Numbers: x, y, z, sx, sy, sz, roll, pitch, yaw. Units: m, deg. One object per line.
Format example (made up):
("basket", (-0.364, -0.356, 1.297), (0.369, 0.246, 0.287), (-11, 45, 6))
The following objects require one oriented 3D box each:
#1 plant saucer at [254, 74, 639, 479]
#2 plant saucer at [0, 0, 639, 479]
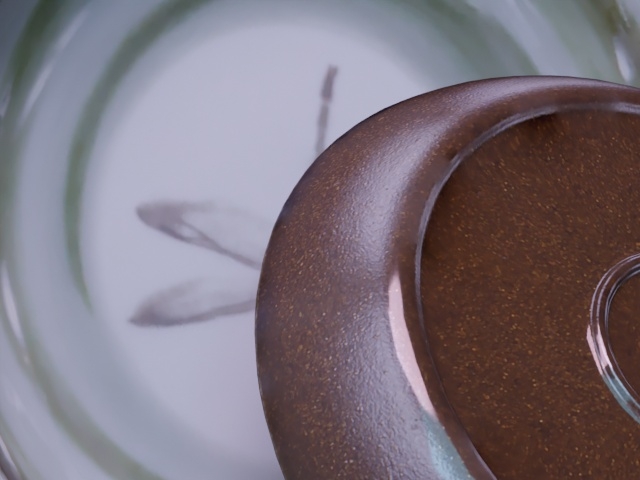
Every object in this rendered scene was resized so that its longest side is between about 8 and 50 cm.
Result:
("plant saucer", (0.129, 0.051, 0.679), (0.311, 0.050, 0.310), (13, 52, -17))
("plant saucer", (0.000, 0.000, 0.780), (0.400, 0.100, 0.400), (2, 86, -30))
